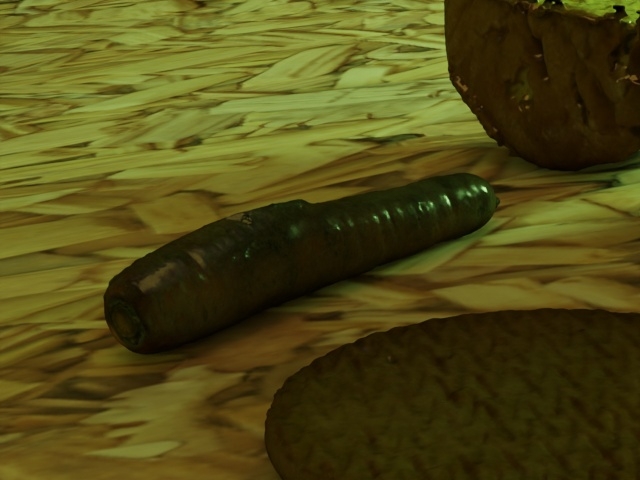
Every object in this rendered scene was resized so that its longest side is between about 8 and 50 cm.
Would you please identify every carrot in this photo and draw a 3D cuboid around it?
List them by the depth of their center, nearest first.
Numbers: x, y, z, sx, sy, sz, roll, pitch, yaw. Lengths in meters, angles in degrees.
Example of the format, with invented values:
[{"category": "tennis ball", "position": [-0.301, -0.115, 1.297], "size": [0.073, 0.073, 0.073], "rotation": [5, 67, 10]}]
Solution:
[{"category": "carrot", "position": [0.001, 0.000, 1.182], "size": [0.342, 0.070, 0.070], "rotation": [-19, 22, -41]}]

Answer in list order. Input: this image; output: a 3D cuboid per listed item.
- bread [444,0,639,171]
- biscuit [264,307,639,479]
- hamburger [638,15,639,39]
[{"category": "bread", "position": [0.210, -0.133, 1.429], "size": [0.160, 0.147, 0.260], "rotation": [-9, 19, -44]}, {"category": "biscuit", "position": [0.099, 0.091, 0.900], "size": [0.262, 0.037, 0.262], "rotation": [-4, 17, 1]}, {"category": "hamburger", "position": [0.354, -0.121, 1.187], "size": [0.260, 0.211, 0.245], "rotation": [-27, 30, 4]}]
